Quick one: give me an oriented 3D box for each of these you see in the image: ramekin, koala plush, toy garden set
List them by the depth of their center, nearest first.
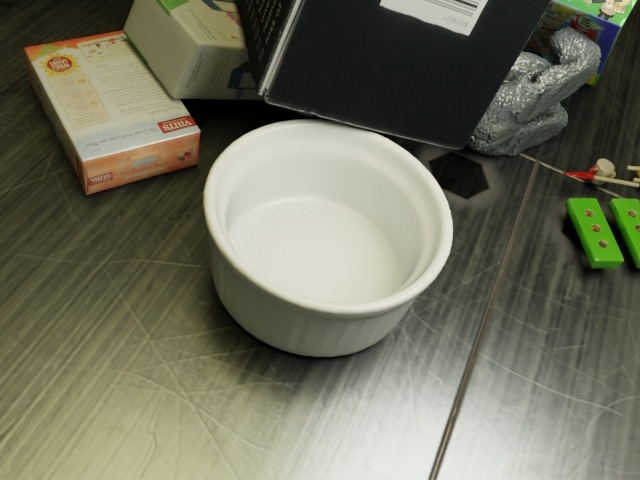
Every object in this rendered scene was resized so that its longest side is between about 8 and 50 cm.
[{"bbox_3d":[0.000,0.000,0.801,0.278,0.135,0.277,7,50,-8],"label":"ramekin"},{"bbox_3d":[0.463,-0.041,1.002,0.245,0.049,0.203,0,54,-12],"label":"toy garden set"},{"bbox_3d":[0.254,-0.255,1.036,0.203,0.196,0.221,-27,66,-18],"label":"koala plush"}]

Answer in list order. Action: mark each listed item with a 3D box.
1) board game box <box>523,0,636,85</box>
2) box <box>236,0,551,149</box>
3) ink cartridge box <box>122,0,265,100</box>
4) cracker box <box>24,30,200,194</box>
[{"bbox_3d":[0.353,-0.339,1.068,0.214,0.317,0.046,29,96,15],"label":"board game box"},{"bbox_3d":[0.098,-0.456,0.864,0.298,0.479,0.471,10,38,-23],"label":"box"},{"bbox_3d":[-0.143,-0.280,0.979,0.213,0.093,0.154,-9,52,-47],"label":"ink cartridge box"},{"bbox_3d":[-0.280,-0.180,0.923,0.156,0.067,0.232,-19,58,-26],"label":"cracker box"}]
